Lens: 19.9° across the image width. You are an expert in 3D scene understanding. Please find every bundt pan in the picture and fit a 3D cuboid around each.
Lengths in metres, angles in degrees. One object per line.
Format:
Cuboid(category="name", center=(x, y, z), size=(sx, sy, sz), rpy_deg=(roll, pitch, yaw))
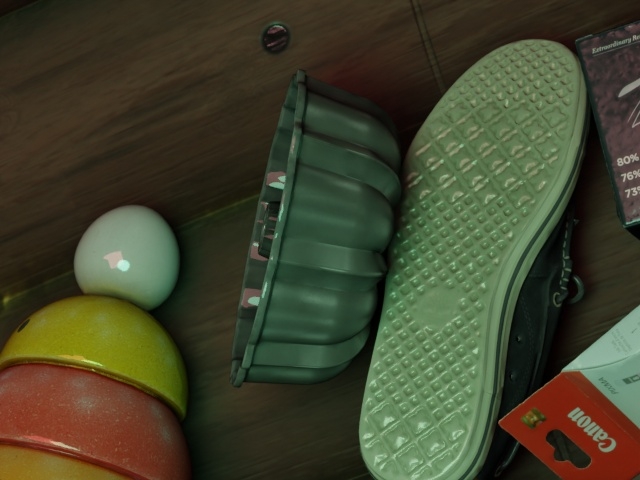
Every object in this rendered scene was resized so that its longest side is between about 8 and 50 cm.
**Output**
Cuboid(category="bundt pan", center=(0.000, 0.000, 1.847), size=(0.124, 0.331, 0.330), rpy_deg=(12, 85, -7))

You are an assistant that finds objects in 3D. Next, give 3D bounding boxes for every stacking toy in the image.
Cuboid(category="stacking toy", center=(-0.254, 0.183, 1.951), size=(0.351, 0.350, 0.479), rpy_deg=(2, 63, 22))

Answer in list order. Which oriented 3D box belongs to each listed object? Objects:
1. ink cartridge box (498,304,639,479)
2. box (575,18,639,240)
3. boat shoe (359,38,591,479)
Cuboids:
Cuboid(category="ink cartridge box", center=(0.317, 0.160, 1.744), size=(0.232, 0.189, 0.066), rpy_deg=(-43, 36, 8))
Cuboid(category="box", center=(0.359, -0.119, 1.814), size=(0.153, 0.108, 0.207), rpy_deg=(-16, 75, 19))
Cuboid(category="boat shoe", center=(0.166, 0.032, 1.848), size=(0.187, 0.156, 0.500), rpy_deg=(6, 72, 28))
